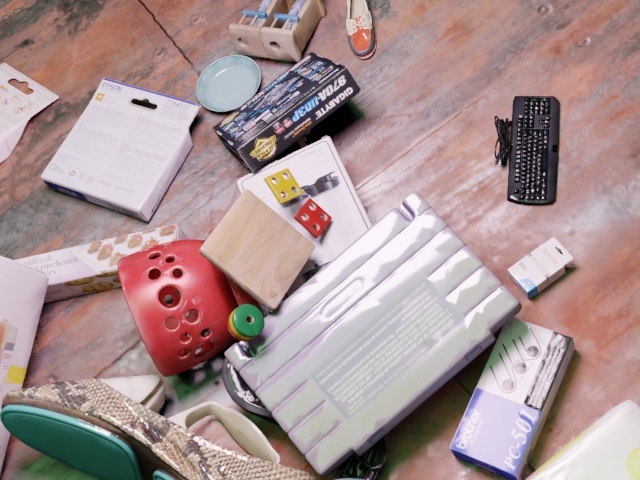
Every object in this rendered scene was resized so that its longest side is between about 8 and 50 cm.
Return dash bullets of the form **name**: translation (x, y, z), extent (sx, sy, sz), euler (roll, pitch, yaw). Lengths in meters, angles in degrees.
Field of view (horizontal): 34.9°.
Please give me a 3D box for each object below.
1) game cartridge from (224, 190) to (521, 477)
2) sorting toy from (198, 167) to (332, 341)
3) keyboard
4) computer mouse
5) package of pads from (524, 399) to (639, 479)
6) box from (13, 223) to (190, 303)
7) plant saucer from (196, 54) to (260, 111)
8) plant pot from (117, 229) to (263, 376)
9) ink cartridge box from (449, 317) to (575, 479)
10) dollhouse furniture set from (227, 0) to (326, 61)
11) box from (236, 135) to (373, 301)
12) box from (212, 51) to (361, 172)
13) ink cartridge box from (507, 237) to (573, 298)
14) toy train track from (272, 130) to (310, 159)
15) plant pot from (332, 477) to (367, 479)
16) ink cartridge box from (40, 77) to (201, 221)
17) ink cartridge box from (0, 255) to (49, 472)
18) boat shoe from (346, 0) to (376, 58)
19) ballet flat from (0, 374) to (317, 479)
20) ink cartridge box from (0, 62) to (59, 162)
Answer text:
- **game cartridge**: translation (0.072, 0.128, 1.396), extent (0.355, 0.068, 0.230), euler (-40, 75, -2)
- **sorting toy**: translation (-0.090, 0.012, 1.439), extent (0.132, 0.046, 0.274), euler (40, 51, -9)
- **keyboard**: translation (0.313, -0.145, 1.561), extent (0.100, 0.038, 0.192), euler (-1, 62, 17)
- **computer mouse**: translation (-0.014, 0.231, 1.453), extent (0.272, 0.072, 0.188), euler (25, 70, 14)
- **package of pads**: translation (0.347, 0.366, 1.246), extent (0.296, 0.101, 0.229), euler (-38, 60, -5)
- **box**: translation (-0.370, 0.044, 1.659), extent (0.324, 0.067, 0.063), euler (-12, 61, 10)
- **plant saucer**: translation (-0.158, -0.270, 1.782), extent (0.119, 0.021, 0.119), euler (-8, 61, 14)
- **plant pot**: translation (-0.189, 0.083, 1.513), extent (0.174, 0.191, 0.191), euler (-24, 58, -6)
- **ink cartridge box**: translation (0.263, 0.213, 1.383), extent (0.097, 0.046, 0.207), euler (19, 71, 26)
- **dollhouse furniture set**: translation (-0.088, -0.422, 1.734), extent (0.129, 0.184, 0.129), euler (11, 57, 23)
- **box**: translation (0.000, 0.000, 1.553), extent (0.169, 0.087, 0.290), euler (-27, 59, 3)
- **box**: translation (-0.059, -0.213, 1.656), extent (0.220, 0.051, 0.175), euler (-38, 26, -5)
- **ink cartridge box**: translation (0.318, 0.040, 1.467), extent (0.083, 0.028, 0.048), euler (-35, 59, -2)
- **toy train track**: translation (-0.051, -0.160, 1.697), extent (0.083, 0.014, 0.048), euler (-36, 66, 4)
- **plant pot**: translation (0.043, 0.408, 1.236), extent (0.290, 0.290, 0.195), euler (-30, 40, 0)
- **ink cartridge box**: translation (-0.339, -0.161, 1.768), extent (0.223, 0.045, 0.224), euler (19, 69, 24)
- **ink cartridge box**: translation (-0.614, 0.202, 1.558), extent (0.279, 0.160, 0.385), euler (6, 76, 21)
- **boat shoe**: translation (0.068, -0.376, 1.755), extent (0.049, 0.043, 0.137), euler (-8, 63, 11)
- **ballet flat**: translation (-0.218, 0.292, 1.450), extent (0.482, 0.164, 0.182), euler (21, 50, 20)
- **ink cartridge box**: translation (-0.621, -0.224, 1.900), extent (0.181, 0.056, 0.224), euler (32, 57, 29)
